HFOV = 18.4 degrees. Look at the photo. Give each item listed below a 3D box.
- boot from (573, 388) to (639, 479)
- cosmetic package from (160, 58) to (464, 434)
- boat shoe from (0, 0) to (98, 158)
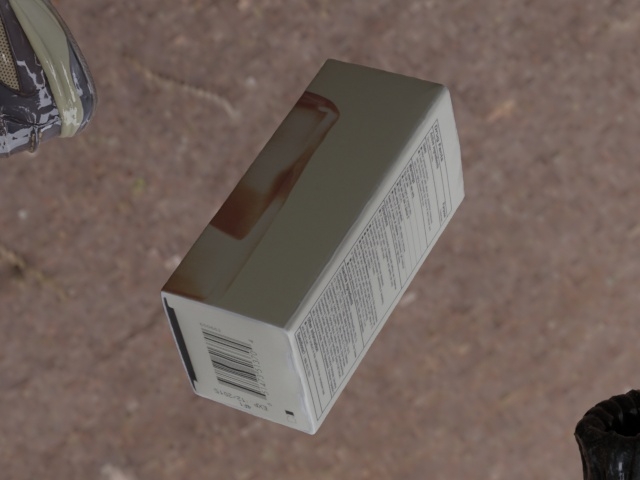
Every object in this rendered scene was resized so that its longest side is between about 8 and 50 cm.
[{"bbox_3d":[0.211,0.262,1.446,0.348,0.131,0.260,-29,130,-51],"label":"boot"},{"bbox_3d":[0.000,0.000,1.718,0.296,0.129,0.153,-55,148,-33],"label":"cosmetic package"},{"bbox_3d":[-0.313,-0.222,1.597,0.130,0.355,0.132,-33,-170,-18],"label":"boat shoe"}]
